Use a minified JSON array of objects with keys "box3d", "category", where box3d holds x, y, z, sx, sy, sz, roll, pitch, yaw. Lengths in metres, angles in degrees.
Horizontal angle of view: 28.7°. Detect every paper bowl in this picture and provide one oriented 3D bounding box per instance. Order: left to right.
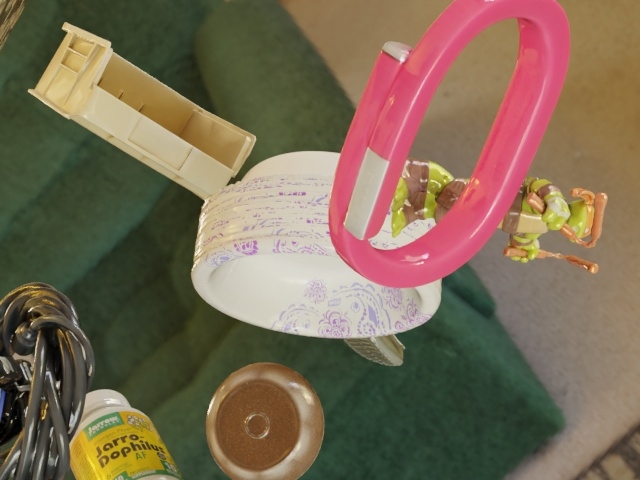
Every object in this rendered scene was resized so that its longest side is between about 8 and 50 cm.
[{"box3d":[0.000,0.000,1.442,0.284,0.284,0.148,-17,58,44],"category":"paper bowl"}]

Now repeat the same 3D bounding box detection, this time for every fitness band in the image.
[{"box3d":[0.110,-0.086,1.065,0.054,0.209,0.291,39,121,34],"category":"fitness band"}]

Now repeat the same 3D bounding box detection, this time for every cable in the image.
[{"box3d":[-0.186,0.097,0.738,0.184,0.047,0.150,-41,35,31],"category":"cable"}]

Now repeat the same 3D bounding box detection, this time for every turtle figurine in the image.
[{"box3d":[0.181,-0.036,1.228,0.269,0.217,0.087,71,-152,-80],"category":"turtle figurine"}]

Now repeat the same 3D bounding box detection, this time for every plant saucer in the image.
[{"box3d":[-0.094,0.289,1.959,0.198,0.036,0.199,-3,80,18],"category":"plant saucer"}]

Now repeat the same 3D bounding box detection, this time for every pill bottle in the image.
[{"box3d":[-0.246,0.281,1.562,0.117,0.117,0.208,-48,41,7],"category":"pill bottle"}]

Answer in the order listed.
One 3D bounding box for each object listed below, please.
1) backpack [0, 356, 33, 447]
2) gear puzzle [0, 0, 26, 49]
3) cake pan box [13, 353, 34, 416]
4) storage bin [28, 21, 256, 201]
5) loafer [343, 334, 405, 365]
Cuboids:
[{"box3d":[-0.348,0.180,1.003,0.276,0.213,0.263,-159,70,-67],"category":"backpack"},{"box3d":[-0.232,-0.141,0.813,0.175,0.044,0.339,-58,14,13],"category":"gear puzzle"},{"box3d":[-0.545,0.153,1.806,0.070,0.267,0.246,-67,25,1],"category":"cake pan box"},{"box3d":[-0.265,-0.188,1.849,0.123,0.262,0.260,-58,30,0],"category":"storage bin"},{"box3d":[0.062,0.105,2.004,0.094,0.251,0.087,2,48,55],"category":"loafer"}]
